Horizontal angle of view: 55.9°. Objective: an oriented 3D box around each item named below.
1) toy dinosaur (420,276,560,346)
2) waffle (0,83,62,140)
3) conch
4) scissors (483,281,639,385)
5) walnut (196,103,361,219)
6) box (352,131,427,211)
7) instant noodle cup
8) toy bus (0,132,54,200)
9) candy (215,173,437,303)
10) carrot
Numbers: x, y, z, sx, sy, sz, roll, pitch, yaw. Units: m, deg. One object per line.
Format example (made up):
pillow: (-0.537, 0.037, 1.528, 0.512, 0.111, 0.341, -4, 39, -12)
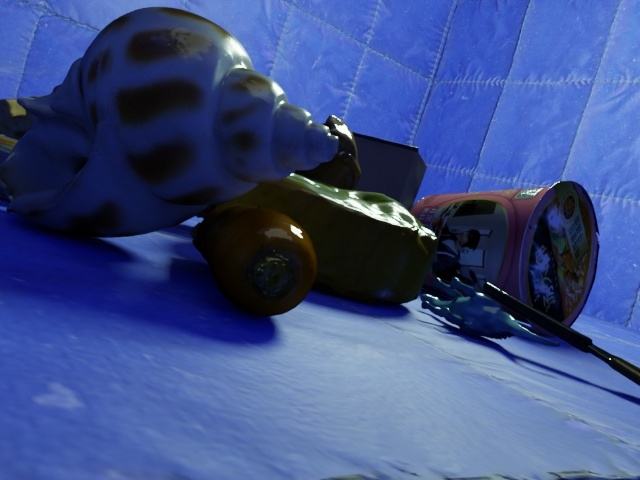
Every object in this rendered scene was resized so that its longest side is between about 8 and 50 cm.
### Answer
toy dinosaur: (0.153, 0.073, 0.611, 0.080, 0.045, 0.197, 28, -6, -26)
waffle: (-0.328, -0.177, 0.887, 0.348, 0.077, 0.304, 4, 13, 33)
conch: (-0.122, -0.083, 0.464, 0.275, 0.182, 0.149, 1, -16, 43)
scissors: (0.247, 0.097, 0.563, 0.220, 0.017, 0.088, 33, 12, 33)
walnut: (-0.074, -0.103, 0.854, 0.238, 0.204, 0.141, 1, 48, -14)
box: (0.099, -0.086, 1.302, 0.188, 0.252, 0.153, 17, 1, 17)
instant noodle cup: (0.270, 0.013, 0.957, 0.244, 0.244, 0.255, 15, -3, -42)
toy bus: (-0.309, -0.074, 0.580, 0.172, 0.057, 0.072, 18, 12, 21)
candy: (0.005, -0.012, 0.683, 0.260, 0.118, 0.260, 18, 5, -2)
carrot: (-0.054, 0.006, 0.438, 0.067, 0.067, 0.225, 16, 1, -19)
